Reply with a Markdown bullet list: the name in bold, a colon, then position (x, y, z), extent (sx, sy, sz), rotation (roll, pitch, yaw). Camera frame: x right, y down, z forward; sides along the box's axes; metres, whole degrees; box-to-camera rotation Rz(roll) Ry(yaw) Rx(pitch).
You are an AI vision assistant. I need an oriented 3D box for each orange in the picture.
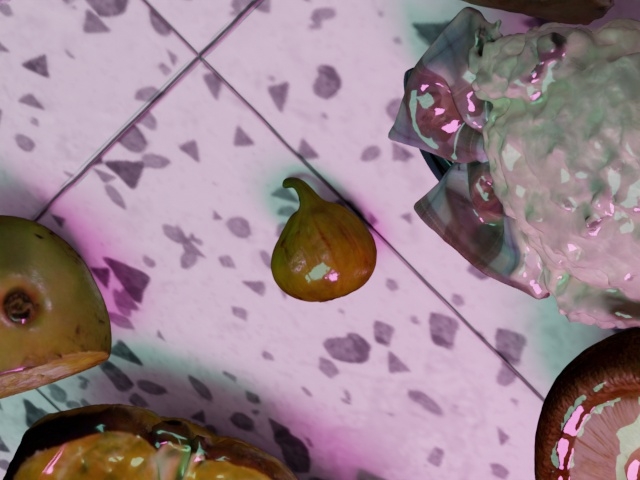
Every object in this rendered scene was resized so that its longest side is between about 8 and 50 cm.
- **orange**: position (-0.131, 0.305, 1.565), extent (0.368, 0.271, 0.210), rotation (15, 172, 25)

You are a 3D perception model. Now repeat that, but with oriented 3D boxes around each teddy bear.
- **teddy bear**: position (0.286, -0.071, 1.035), extent (0.362, 0.375, 0.327), rotation (39, 152, 59)

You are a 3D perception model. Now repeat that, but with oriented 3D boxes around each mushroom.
- **mushroom**: position (0.264, 0.149, 1.260), extent (0.231, 0.138, 0.194), rotation (-40, 86, 36)

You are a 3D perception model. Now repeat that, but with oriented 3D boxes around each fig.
- **fig**: position (0.000, 0.000, 1.341), extent (0.084, 0.082, 0.098), rotation (-154, 47, -66)

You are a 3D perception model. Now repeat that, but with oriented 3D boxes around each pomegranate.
- **pomegranate**: position (-0.282, 0.059, 1.529), extent (0.190, 0.241, 0.159), rotation (-21, 78, 20)

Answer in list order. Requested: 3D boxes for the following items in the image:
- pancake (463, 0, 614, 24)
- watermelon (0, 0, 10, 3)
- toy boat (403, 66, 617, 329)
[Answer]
- **pancake**: position (0.102, -0.293, 1.017), extent (0.382, 0.071, 0.382), rotation (18, 134, 20)
- **watermelon**: position (-0.327, -0.255, 1.303), extent (0.241, 0.154, 0.094), rotation (34, 139, 23)
- **toy boat**: position (0.154, -0.040, 1.185), extent (0.246, 0.093, 0.103), rotation (39, 144, -3)
